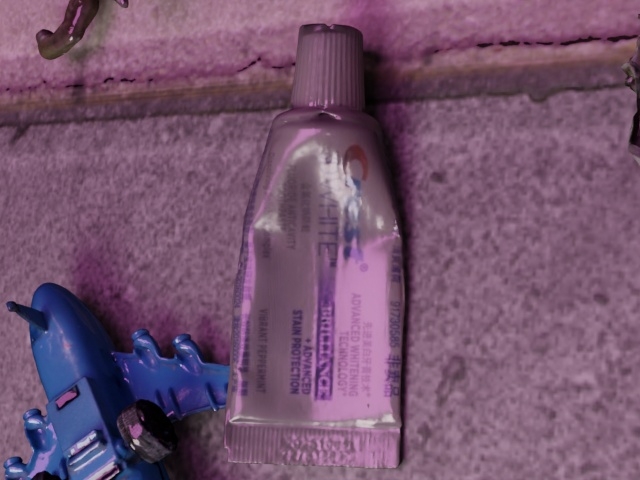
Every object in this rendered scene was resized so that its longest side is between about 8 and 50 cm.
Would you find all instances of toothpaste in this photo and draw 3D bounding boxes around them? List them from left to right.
[{"bbox_3d":[-0.002,0.000,0.767,0.099,0.068,0.282,-4,78,36],"label":"toothpaste"}]

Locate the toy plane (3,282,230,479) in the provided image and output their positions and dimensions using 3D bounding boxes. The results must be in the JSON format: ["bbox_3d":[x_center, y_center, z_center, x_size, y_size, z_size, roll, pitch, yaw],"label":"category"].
[{"bbox_3d":[-0.146,0.132,0.824,0.254,0.105,0.271,-37,65,8],"label":"toy plane"}]

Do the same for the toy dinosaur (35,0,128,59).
[{"bbox_3d":[-0.185,-0.278,0.946,0.162,0.077,0.294,-22,68,29],"label":"toy dinosaur"}]

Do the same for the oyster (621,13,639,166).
[{"bbox_3d":[0.252,-0.043,0.590,0.198,0.112,0.267,-8,67,12],"label":"oyster"}]
